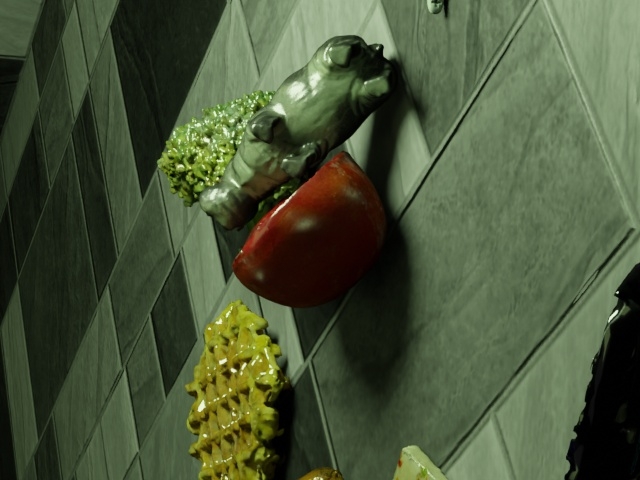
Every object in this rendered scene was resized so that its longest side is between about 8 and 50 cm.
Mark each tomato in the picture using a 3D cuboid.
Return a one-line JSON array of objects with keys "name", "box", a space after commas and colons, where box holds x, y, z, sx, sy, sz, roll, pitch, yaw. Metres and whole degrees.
[{"name": "tomato", "box": [0.000, 0.000, 1.966, 0.200, 0.139, 0.233, -47, 1, 11]}]

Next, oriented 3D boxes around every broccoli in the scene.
[{"name": "broccoli", "box": [-0.126, -0.078, 2.238, 0.242, 0.180, 0.273, -149, 64, -63]}]

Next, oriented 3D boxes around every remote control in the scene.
[{"name": "remote control", "box": [0.254, 0.204, 1.410, 0.062, 0.144, 0.399, 19, 117, 21]}]

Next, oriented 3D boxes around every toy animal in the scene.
[{"name": "toy animal", "box": [-0.045, -0.121, 1.986, 0.343, 0.106, 0.168, -43, 3, 26]}]

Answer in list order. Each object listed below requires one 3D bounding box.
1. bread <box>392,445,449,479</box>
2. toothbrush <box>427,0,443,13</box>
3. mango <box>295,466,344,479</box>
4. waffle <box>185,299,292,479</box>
[{"name": "bread", "box": [0.125, 0.294, 1.817, 0.153, 0.028, 0.068, 45, 127, 57]}, {"name": "toothbrush", "box": [0.135, -0.392, 1.872, 0.026, 0.022, 0.263, 168, 104, -78]}, {"name": "mango", "box": [-0.023, 0.355, 2.079, 0.159, 0.084, 0.105, -54, 46, 52]}, {"name": "waffle", "box": [-0.123, 0.250, 2.340, 0.302, 0.068, 0.325, -125, 42, -55]}]
